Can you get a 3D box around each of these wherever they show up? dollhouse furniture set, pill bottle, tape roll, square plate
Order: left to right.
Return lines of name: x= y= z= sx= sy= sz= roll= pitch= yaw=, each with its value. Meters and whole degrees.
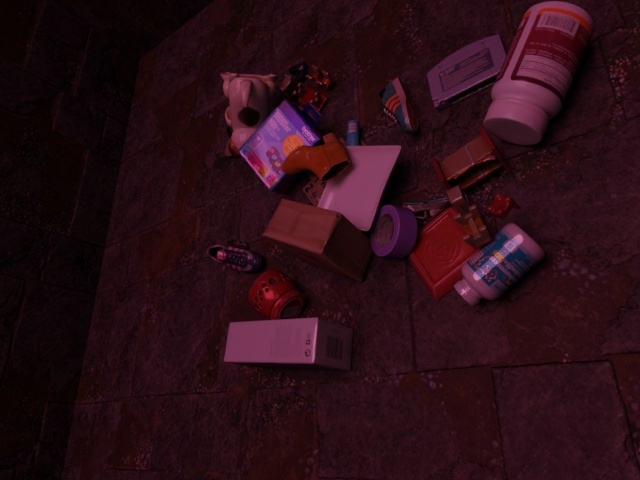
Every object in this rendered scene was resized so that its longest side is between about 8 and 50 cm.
dollhouse furniture set: x=-0.076 y=-0.712 z=2.315 sx=0.259 sy=0.135 sz=0.262 roll=37 pitch=97 yaw=31
square plate: x=0.145 y=-0.210 z=1.858 sx=0.344 sy=0.049 sz=0.348 roll=14 pitch=79 yaw=51
tape roll: x=0.262 y=-0.030 z=1.705 sx=0.189 sy=0.080 sz=0.189 roll=-34 pitch=51 yaw=57
dollhouse furniture set: x=0.520 y=-0.155 z=1.507 sx=0.201 sy=0.152 sz=0.374 roll=-32 pitch=45 yaw=26
pill bottle: x=0.535 y=0.082 z=1.437 sx=0.264 sy=0.146 sz=0.146 roll=-47 pitch=49 yaw=15
pill bottle: x=0.688 y=-0.524 z=1.510 sx=0.224 sy=0.224 sz=0.393 roll=22 pitch=87 yaw=43

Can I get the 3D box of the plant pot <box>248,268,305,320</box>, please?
plant pot: x=-0.170 y=0.238 z=1.932 sx=0.174 sy=0.191 sz=0.191 roll=34 pitch=95 yaw=37

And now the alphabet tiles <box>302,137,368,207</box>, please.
alphabet tiles: x=0.073 y=-0.297 z=2.045 sx=0.342 sy=0.011 sz=0.285 roll=-45 pitch=45 yaw=11

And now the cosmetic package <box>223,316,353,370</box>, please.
cosmetic package: x=-0.126 y=0.400 z=1.798 sx=0.452 sy=0.230 sz=0.162 roll=-10 pitch=65 yaw=36

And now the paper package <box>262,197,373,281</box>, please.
paper package: x=0.000 y=0.000 z=1.803 sx=0.324 sy=0.309 sz=0.168 roll=16 pitch=75 yaw=41

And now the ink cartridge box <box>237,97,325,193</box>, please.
ink cartridge box: x=-0.146 y=-0.448 z=2.160 sx=0.395 sy=0.151 sz=0.270 roll=-44 pitch=77 yaw=15

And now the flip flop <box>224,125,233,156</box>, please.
flip flop: x=-0.481 y=-0.598 z=2.607 sx=0.112 sy=0.080 sz=0.277 roll=7 pitch=77 yaw=41

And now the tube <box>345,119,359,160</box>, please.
tube: x=0.137 y=-0.411 z=2.017 sx=0.080 sy=0.052 sz=0.207 roll=-12 pitch=67 yaw=43

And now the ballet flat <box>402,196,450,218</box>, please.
ballet flat: x=0.389 y=-0.115 z=1.692 sx=0.213 sy=0.072 sz=0.068 roll=-4 pitch=99 yaw=47

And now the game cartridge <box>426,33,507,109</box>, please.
game cartridge: x=0.555 y=-0.641 z=1.785 sx=0.297 sy=0.062 sz=0.198 roll=-21 pitch=56 yaw=32

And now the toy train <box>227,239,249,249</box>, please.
toy train: x=-0.405 y=0.019 z=2.326 sx=0.158 sy=0.027 sz=0.036 roll=10 pitch=68 yaw=42

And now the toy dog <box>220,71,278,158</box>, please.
toy dog: x=-0.333 y=-0.603 z=2.338 sx=0.395 sy=0.284 sz=0.408 roll=-124 pitch=32 yaw=-61

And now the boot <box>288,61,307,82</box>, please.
boot: x=-0.118 y=-0.861 z=2.443 sx=0.121 sy=0.045 sz=0.099 roll=-10 pitch=69 yaw=35

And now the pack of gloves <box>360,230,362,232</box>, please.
pack of gloves: x=0.142 y=-0.131 z=1.934 sx=0.232 sy=0.046 sz=0.195 roll=15 pitch=81 yaw=53

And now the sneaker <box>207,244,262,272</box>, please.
sneaker: x=-0.410 y=0.087 z=2.221 sx=0.318 sy=0.131 sz=0.112 roll=8 pitch=90 yaw=42

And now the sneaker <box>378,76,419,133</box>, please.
sneaker: x=0.311 y=-0.525 z=1.910 sx=0.121 sy=0.108 sz=0.302 roll=-30 pitch=47 yaw=28

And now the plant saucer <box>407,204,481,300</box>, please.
plant saucer: x=0.423 y=0.029 z=1.620 sx=0.259 sy=0.047 sz=0.259 roll=-43 pitch=50 yaw=19

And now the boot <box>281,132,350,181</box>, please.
boot: x=-0.027 y=-0.313 z=1.969 sx=0.295 sy=0.104 sz=0.211 roll=-30 pitch=47 yaw=16
